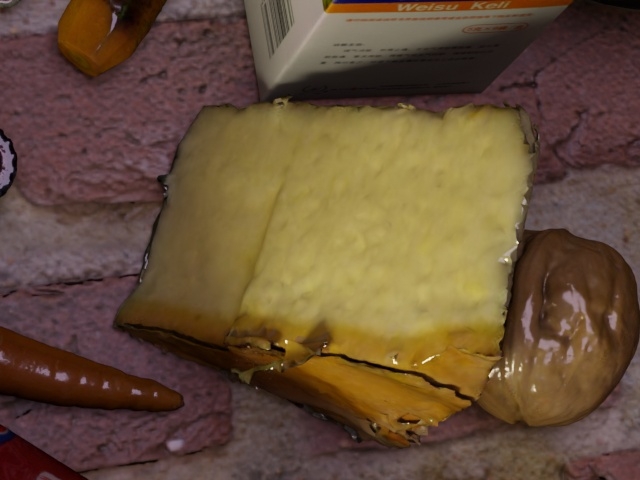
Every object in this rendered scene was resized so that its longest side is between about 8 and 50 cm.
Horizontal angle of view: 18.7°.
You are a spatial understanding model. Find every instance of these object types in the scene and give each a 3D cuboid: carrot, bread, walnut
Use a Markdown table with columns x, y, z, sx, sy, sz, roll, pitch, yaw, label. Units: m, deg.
| x | y | z | sx | sy | sz | roll | pitch | yaw | label |
| --- | --- | --- | --- | --- | --- | --- | --- | --- | --- |
| -0.263 | 0.084 | 1.465 | 0.336 | 0.069 | 0.069 | 18 | 72 | -18 | carrot |
| 0.000 | 0.000 | 1.437 | 0.279 | 0.315 | 0.248 | 19 | 70 | 0 | bread |
| 0.178 | 0.070 | 1.553 | 0.167 | 0.149 | 0.166 | -6 | 68 | 16 | walnut |
| -0.108 | -0.263 | 1.591 | 0.066 | 0.066 | 0.314 | 37 | 69 | -4 | carrot |

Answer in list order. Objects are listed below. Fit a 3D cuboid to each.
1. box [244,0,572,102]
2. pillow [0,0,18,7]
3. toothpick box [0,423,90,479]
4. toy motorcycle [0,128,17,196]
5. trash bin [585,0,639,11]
| x | y | z | sx | sy | sz | roll | pitch | yaw | label |
| --- | --- | --- | --- | --- | --- | --- | --- | --- | --- |
| 0.074 | -0.203 | 1.501 | 0.200 | 0.299 | 0.106 | -4 | 77 | -17 | box |
| -0.264 | -0.296 | 1.547 | 0.179 | 0.075 | 0.171 | 40 | 69 | -5 | pillow |
| -0.307 | 0.191 | 1.345 | 0.333 | 0.204 | 0.204 | 34 | 70 | -7 | toothpick box |
| -0.341 | -0.058 | 1.464 | 0.215 | 0.080 | 0.122 | -21 | 83 | -16 | toy motorcycle |
| 0.285 | -0.405 | 1.634 | 0.280 | 0.280 | 0.432 | 11 | 70 | -13 | trash bin |
